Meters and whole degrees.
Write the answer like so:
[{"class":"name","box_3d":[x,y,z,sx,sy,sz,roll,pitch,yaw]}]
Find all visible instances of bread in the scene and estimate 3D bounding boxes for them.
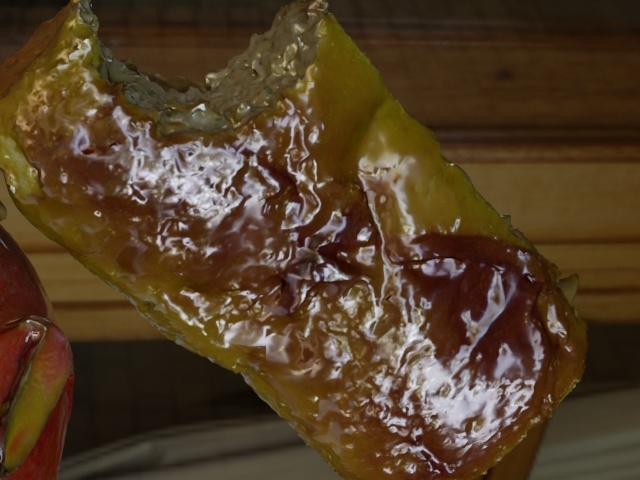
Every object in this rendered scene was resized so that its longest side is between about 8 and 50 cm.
[{"class":"bread","box_3d":[0.000,0.000,0.637,0.380,0.185,0.109,43,10,-32]}]

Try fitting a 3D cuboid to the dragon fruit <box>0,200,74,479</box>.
[{"class":"dragon fruit","box_3d":[-0.252,0.088,0.642,0.315,0.250,0.250,56,-27,28]}]
